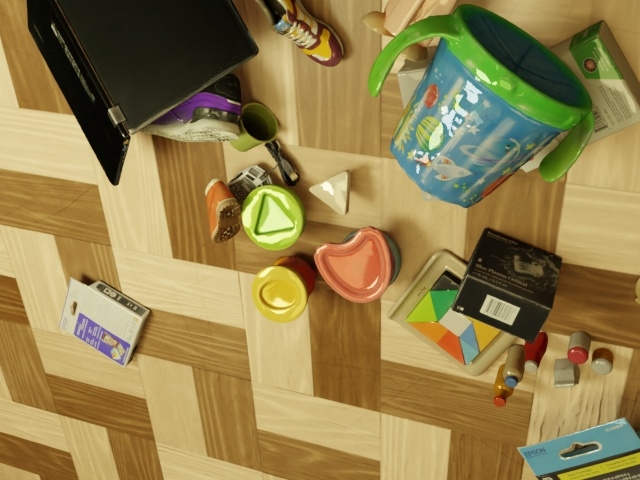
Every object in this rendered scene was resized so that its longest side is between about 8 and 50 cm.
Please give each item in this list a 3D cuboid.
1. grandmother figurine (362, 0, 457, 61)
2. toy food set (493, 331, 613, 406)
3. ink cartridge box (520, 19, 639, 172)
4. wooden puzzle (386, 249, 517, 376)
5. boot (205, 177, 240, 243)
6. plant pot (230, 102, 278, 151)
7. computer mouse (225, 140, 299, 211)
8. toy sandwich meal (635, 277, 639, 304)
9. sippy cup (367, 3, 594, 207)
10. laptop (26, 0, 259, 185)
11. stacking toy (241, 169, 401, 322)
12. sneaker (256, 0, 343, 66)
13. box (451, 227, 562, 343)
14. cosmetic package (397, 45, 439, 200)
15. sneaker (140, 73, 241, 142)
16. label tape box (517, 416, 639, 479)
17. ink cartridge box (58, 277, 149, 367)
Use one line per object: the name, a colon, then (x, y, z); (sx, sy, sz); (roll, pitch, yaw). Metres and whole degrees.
grandmother figurine: (0.200, -0.433, 1.145); (0.208, 0.104, 0.342); (42, 123, 17)
toy food set: (0.440, 0.251, 1.515); (0.232, 0.104, 0.111); (-10, 117, 30)
ink cartridge box: (0.381, -0.222, 1.233); (0.208, 0.087, 0.153); (-25, 109, 35)
wooden puzzle: (0.277, 0.155, 1.565); (0.238, 0.044, 0.221); (33, 129, 1)
boot: (-0.201, -0.058, 1.575); (0.085, 0.059, 0.158); (58, 152, 25)
plant pot: (-0.136, -0.208, 1.494); (0.083, 0.083, 0.079); (47, 141, -10)
computer mouse: (-0.133, -0.121, 1.570); (0.193, 0.042, 0.106); (-30, 111, 31)
toy sandwich meal: (0.598, 0.086, 1.382); (0.085, 0.029, 0.086); (11, 121, 18)
sippy cup: (0.224, -0.178, 1.122); (0.305, 0.240, 0.224); (41, 122, 6)
laptop: (-0.348, -0.369, 1.431); (0.382, 0.236, 0.408); (61, 156, 5)
stacking toy: (0.000, 0.000, 1.569); (0.308, 0.130, 0.280); (-12, 100, 23)
sneaker: (-0.041, -0.361, 1.335); (0.185, 0.084, 0.069); (45, 129, -8)
box: (0.338, 0.078, 1.410); (0.156, 0.158, 0.093); (22, 129, 9)
cosmetic package: (0.207, -0.197, 1.307); (0.107, 0.127, 0.238); (1, 123, 23)
sneaker: (-0.247, -0.267, 1.492); (0.293, 0.102, 0.146); (8, 90, 42)
label tape box: (0.608, 0.486, 1.596); (0.249, 0.115, 0.348); (-31, 103, 36)
ink cartridge box: (-0.549, 0.199, 1.973); (0.208, 0.045, 0.206); (30, 129, 2)
